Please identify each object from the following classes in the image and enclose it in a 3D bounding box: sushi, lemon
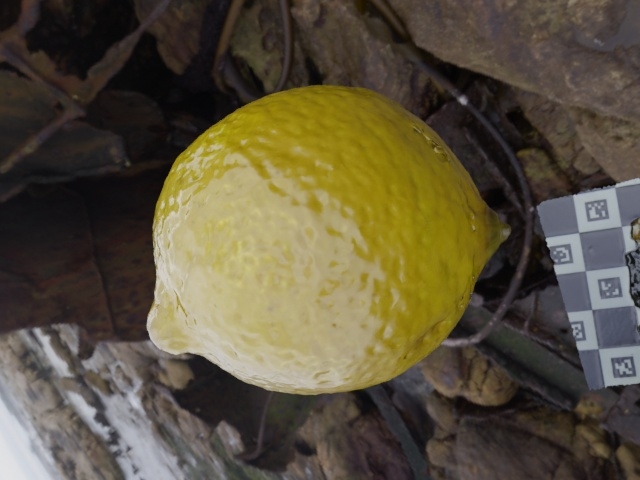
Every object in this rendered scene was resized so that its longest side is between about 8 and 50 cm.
[{"bbox_3d":[0.363,0.040,0.684,0.192,0.050,0.215,-15,83,20],"label":"sushi"},{"bbox_3d":[-0.008,0.001,0.467,0.228,0.253,0.229,170,90,-71],"label":"lemon"}]
